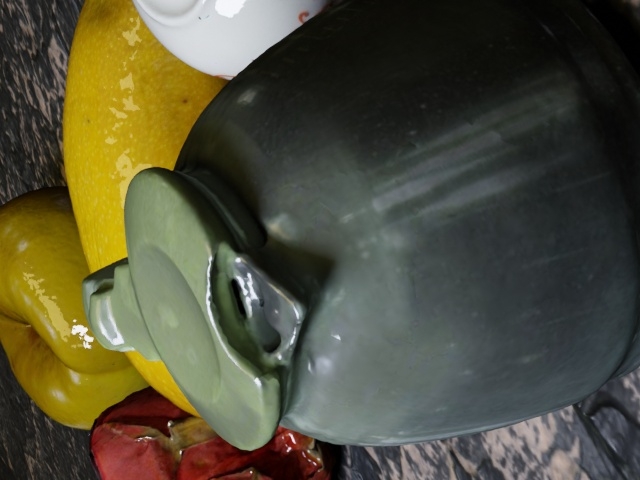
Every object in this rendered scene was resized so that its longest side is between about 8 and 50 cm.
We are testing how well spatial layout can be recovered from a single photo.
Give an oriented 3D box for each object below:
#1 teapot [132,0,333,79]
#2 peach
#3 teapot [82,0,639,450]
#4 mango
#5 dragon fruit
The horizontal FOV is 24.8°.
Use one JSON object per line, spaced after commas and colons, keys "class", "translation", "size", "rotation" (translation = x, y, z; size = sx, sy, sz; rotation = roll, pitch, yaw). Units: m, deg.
{"class": "teapot", "translation": [-0.060, -0.192, 0.895], "size": [0.159, 0.116, 0.246], "rotation": [24, 120, 49]}
{"class": "peach", "translation": [-0.236, 0.068, 1.407], "size": [0.251, 0.153, 0.251], "rotation": [54, 159, 33]}
{"class": "teapot", "translation": [0.000, -0.018, 0.758], "size": [0.321, 0.239, 0.240], "rotation": [37, 140, 49]}
{"class": "mango", "translation": [-0.101, -0.039, 1.055], "size": [0.187, 0.144, 0.359], "rotation": [-9, 96, 45]}
{"class": "dragon fruit", "translation": [-0.061, 0.176, 1.168], "size": [0.223, 0.148, 0.218], "rotation": [39, -170, -31]}
